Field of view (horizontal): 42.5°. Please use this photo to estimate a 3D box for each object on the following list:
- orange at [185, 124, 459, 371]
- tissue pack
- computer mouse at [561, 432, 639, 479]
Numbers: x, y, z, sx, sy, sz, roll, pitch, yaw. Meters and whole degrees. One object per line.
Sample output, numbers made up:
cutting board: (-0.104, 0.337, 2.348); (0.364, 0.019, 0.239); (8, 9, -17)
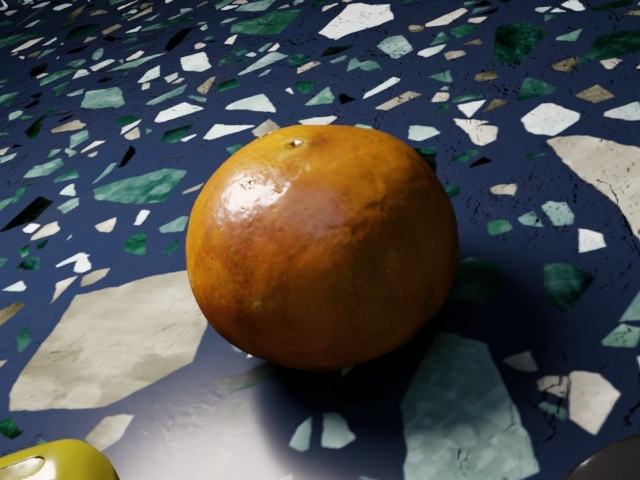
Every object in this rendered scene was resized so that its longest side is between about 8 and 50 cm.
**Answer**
orange: (0.000, 0.000, 0.854); (0.284, 0.226, 0.284); (-7, 32, 5)
tissue pack: (-0.259, 0.249, 0.706); (0.178, 0.127, 0.123); (-20, 32, -4)
computer mouse: (0.292, 0.217, 0.508); (0.323, 0.116, 0.183); (16, 52, 39)
